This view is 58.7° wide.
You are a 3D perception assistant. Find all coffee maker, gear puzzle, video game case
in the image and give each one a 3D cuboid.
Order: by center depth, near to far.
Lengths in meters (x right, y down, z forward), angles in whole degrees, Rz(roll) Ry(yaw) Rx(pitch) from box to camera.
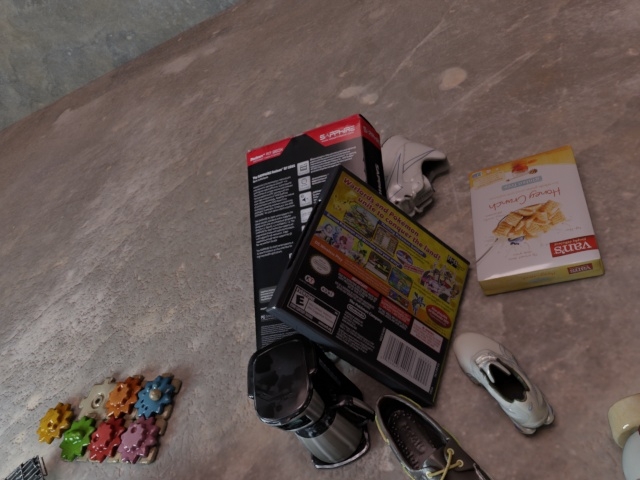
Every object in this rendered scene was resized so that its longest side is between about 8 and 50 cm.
[{"bbox_3d":[-0.022,0.214,0.807,0.120,0.178,0.171,-39,40,-4],"label":"coffee maker"},{"bbox_3d":[0.085,0.063,0.816,0.035,0.275,0.248,-29,32,53],"label":"video game case"},{"bbox_3d":[-0.424,0.332,1.083,0.339,0.044,0.175,-10,47,28],"label":"gear puzzle"}]

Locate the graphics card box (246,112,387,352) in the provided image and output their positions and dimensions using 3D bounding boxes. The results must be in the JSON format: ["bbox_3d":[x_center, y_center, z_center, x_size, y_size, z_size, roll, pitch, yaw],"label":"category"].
[{"bbox_3d":[0.000,0.000,0.951,0.233,0.094,0.370,-14,71,25],"label":"graphics card box"}]

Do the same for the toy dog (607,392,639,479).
[{"bbox_3d":[0.425,0.192,0.523,0.334,0.161,0.220,-29,41,9],"label":"toy dog"}]

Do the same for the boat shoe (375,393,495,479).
[{"bbox_3d":[0.144,0.280,0.710,0.081,0.068,0.228,-43,40,-7],"label":"boat shoe"}]

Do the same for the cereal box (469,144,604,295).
[{"bbox_3d":[0.330,-0.035,0.897,0.173,0.047,0.240,-15,45,24],"label":"cereal box"}]

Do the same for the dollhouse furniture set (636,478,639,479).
[{"bbox_3d":[0.272,0.341,0.413,0.135,0.259,0.262,-6,48,28],"label":"dollhouse furniture set"}]

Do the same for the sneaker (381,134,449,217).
[{"bbox_3d":[0.129,-0.079,1.042,0.129,0.111,0.297,16,63,37],"label":"sneaker"}]

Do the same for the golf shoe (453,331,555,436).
[{"bbox_3d":[0.231,0.167,0.746,0.069,0.086,0.176,-40,38,-2],"label":"golf shoe"}]

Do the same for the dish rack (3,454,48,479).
[{"bbox_3d":[-0.511,0.510,0.957,0.208,0.074,0.271,-44,39,-11],"label":"dish rack"}]
